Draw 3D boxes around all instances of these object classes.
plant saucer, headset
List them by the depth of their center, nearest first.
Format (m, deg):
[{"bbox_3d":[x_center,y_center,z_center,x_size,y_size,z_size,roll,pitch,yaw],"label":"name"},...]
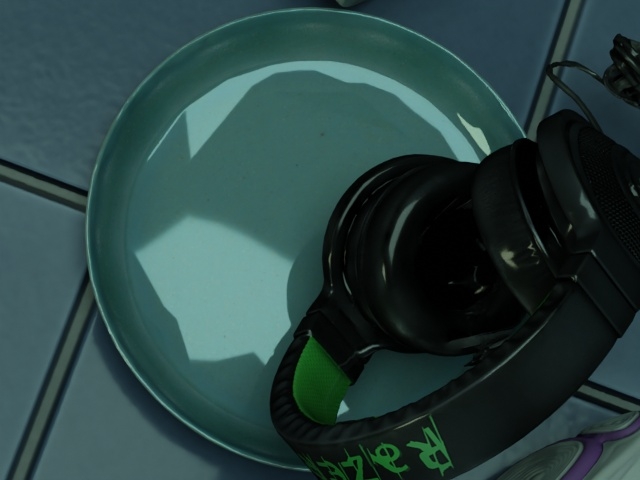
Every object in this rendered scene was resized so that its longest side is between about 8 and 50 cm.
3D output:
[{"bbox_3d":[0.132,0.018,1.236,0.185,0.243,0.394,50,53,-22],"label":"headset"},{"bbox_3d":[0.000,0.000,1.340,0.317,0.044,0.317,3,76,-10],"label":"plant saucer"}]

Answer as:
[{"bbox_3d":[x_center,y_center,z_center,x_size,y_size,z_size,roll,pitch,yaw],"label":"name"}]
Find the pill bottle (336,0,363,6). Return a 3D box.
[{"bbox_3d":[-0.019,-0.306,1.348,0.162,0.162,0.278,-36,86,-16],"label":"pill bottle"}]

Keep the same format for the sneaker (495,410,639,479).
[{"bbox_3d":[0.144,0.247,1.287,0.152,0.114,0.305,42,77,-13],"label":"sneaker"}]
